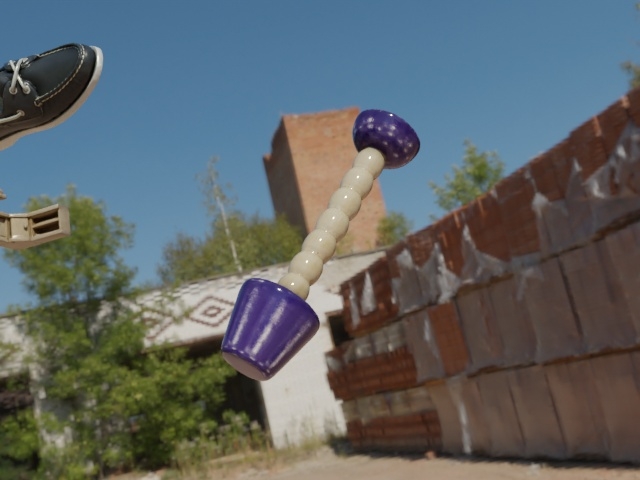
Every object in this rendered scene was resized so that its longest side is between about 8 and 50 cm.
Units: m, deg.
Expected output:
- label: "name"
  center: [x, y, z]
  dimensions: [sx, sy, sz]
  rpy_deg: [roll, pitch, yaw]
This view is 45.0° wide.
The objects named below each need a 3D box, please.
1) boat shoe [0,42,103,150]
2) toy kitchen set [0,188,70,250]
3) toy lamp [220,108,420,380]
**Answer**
- label: "boat shoe"
  center: [-0.456, -0.220, 1.170]
  dimensions: [0.302, 0.114, 0.091]
  rpy_deg: [-26, -32, 27]
- label: "toy kitchen set"
  center: [-0.324, -0.036, 0.819]
  dimensions: [0.075, 0.068, 0.083]
  rpy_deg: [-14, -15, 18]
- label: "toy lamp"
  center: [0.000, 0.000, 0.699]
  dimensions: [0.080, 0.275, 0.080]
  rpy_deg: [24, -29, 14]
